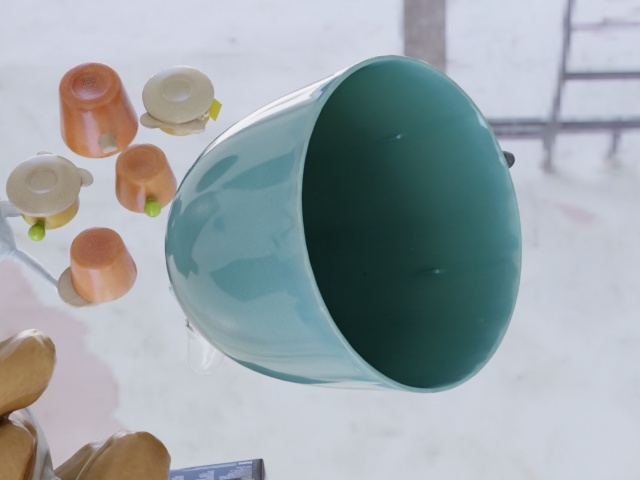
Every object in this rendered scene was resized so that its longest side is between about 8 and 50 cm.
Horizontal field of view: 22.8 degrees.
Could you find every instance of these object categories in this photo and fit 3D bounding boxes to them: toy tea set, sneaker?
[{"bbox_3d":[-0.249,-0.064,1.858,0.124,0.200,0.336,86,-158,-55],"label":"toy tea set"},{"bbox_3d":[-0.167,0.082,2.162,0.080,0.094,0.212,31,114,50],"label":"sneaker"}]

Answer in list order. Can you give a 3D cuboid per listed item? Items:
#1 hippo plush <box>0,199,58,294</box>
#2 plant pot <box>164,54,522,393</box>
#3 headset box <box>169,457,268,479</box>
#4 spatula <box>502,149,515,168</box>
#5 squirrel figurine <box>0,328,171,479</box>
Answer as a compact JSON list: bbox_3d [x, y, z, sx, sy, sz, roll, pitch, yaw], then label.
[{"bbox_3d":[-0.505,-0.043,2.056,0.236,0.294,0.234,-16,71,62],"label":"hippo plush"},{"bbox_3d":[0.000,0.000,1.435,0.293,0.235,0.293,12,-106,-45],"label":"plant pot"},{"bbox_3d":[-0.175,0.449,2.160,0.293,0.218,0.110,-93,-6,-51],"label":"headset box"},{"bbox_3d":[0.153,-0.127,2.294,0.030,0.296,0.084,32,-107,-47],"label":"spatula"},{"bbox_3d":[-0.266,0.305,1.237,0.370,0.397,0.281,55,154,-13],"label":"squirrel figurine"}]
